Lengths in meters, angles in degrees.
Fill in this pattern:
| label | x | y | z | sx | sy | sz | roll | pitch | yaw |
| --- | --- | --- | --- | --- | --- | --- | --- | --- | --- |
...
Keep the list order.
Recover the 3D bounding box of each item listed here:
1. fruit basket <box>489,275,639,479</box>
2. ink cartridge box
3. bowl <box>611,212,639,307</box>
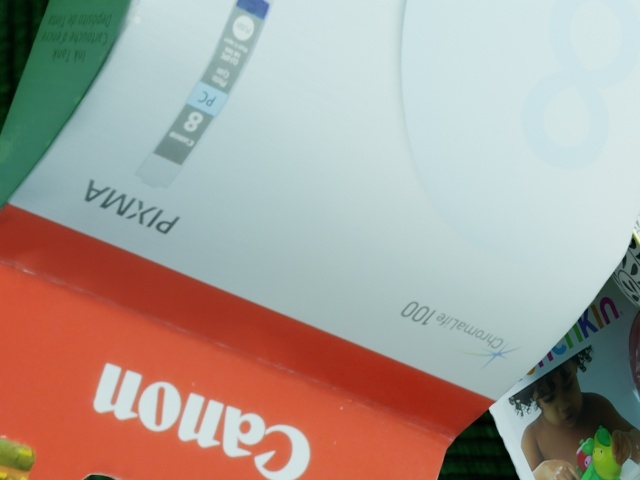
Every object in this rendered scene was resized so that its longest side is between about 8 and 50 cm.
| label | x | y | z | sx | sy | sz | roll | pitch | yaw |
| --- | --- | --- | --- | --- | --- | --- | --- | --- | --- |
| fruit basket | 0.245 | 0.129 | 1.143 | 0.327 | 0.165 | 0.353 | -25 | 99 | -43 |
| ink cartridge box | 0.000 | 0.000 | 0.909 | 0.308 | 0.091 | 0.385 | 24 | 80 | -36 |
| bowl | 0.207 | -0.005 | 1.072 | 0.170 | 0.080 | 0.170 | 14 | 56 | -23 |
